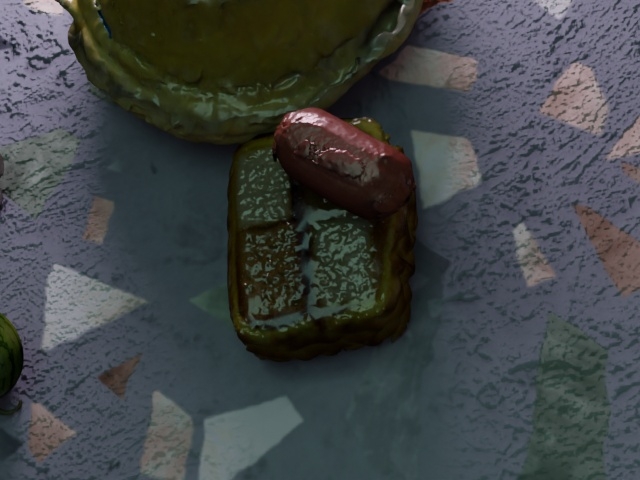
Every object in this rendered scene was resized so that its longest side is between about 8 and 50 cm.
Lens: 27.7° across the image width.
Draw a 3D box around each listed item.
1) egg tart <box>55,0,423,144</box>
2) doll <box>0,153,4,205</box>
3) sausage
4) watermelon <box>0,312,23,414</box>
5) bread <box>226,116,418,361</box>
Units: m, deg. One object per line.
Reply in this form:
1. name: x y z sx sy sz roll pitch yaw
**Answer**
1. egg tart: -0.086 -0.281 1.301 0.388 0.169 0.387 -4 63 8
2. doll: -0.404 -0.062 1.333 0.152 0.085 0.114 -2 80 0
3. sausage: 0.019 -0.068 1.147 0.141 0.076 0.076 32 78 17
4. watermelon: -0.332 0.115 1.239 0.109 0.109 0.109 -4 68 10
5. bread: 0.000 0.000 1.219 0.181 0.096 0.222 -6 69 12
